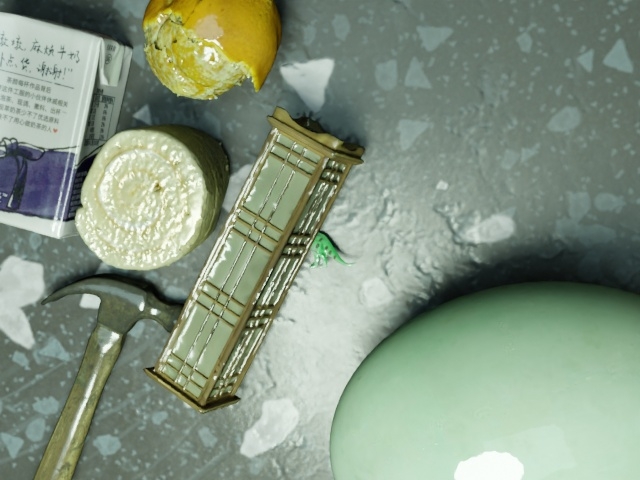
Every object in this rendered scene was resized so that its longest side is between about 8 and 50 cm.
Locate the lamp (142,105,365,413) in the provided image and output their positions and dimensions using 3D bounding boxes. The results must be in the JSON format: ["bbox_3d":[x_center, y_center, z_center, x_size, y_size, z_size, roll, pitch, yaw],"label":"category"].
[{"bbox_3d":[-0.071,0.024,0.938,0.090,0.089,0.326,32,100,20],"label":"lamp"}]

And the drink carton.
[{"bbox_3d":[-0.305,-0.128,0.959,0.134,0.102,0.223,15,99,8],"label":"drink carton"}]

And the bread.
[{"bbox_3d":[-0.172,-0.049,0.929,0.134,0.141,0.148,34,101,-1],"label":"bread"}]

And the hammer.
[{"bbox_3d":[-0.299,0.247,1.017,0.168,0.044,0.440,22,95,5],"label":"hammer"}]

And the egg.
[{"bbox_3d":[0.199,0.178,0.832,0.388,0.276,0.276,-14,94,6],"label":"egg"}]

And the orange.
[{"bbox_3d":[-0.109,-0.213,0.899,0.134,0.156,0.157,23,102,-33],"label":"orange"}]

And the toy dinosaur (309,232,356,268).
[{"bbox_3d":[0.000,0.000,0.970,0.083,0.021,0.062,-2,88,16],"label":"toy dinosaur"}]
